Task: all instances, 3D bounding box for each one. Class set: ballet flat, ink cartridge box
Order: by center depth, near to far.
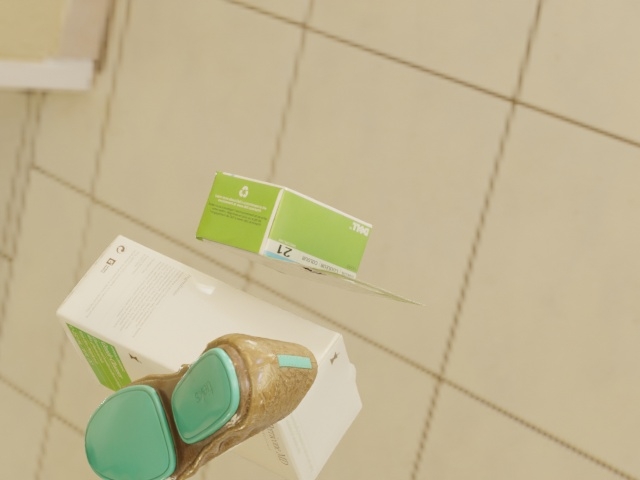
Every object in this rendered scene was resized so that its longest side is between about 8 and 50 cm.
[{"bbox_3d":[-0.109,0.165,1.521,0.342,0.124,0.116,-37,64,51],"label":"ballet flat"},{"bbox_3d":[0.000,0.000,2.001,0.255,0.189,0.097,13,83,42],"label":"ink cartridge box"}]

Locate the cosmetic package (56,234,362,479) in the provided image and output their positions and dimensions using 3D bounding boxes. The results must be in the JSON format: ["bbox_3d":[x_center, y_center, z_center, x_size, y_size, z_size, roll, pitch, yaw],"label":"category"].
[{"bbox_3d":[-0.143,0.157,2.079,0.366,0.155,0.197,23,152,28],"label":"cosmetic package"}]
